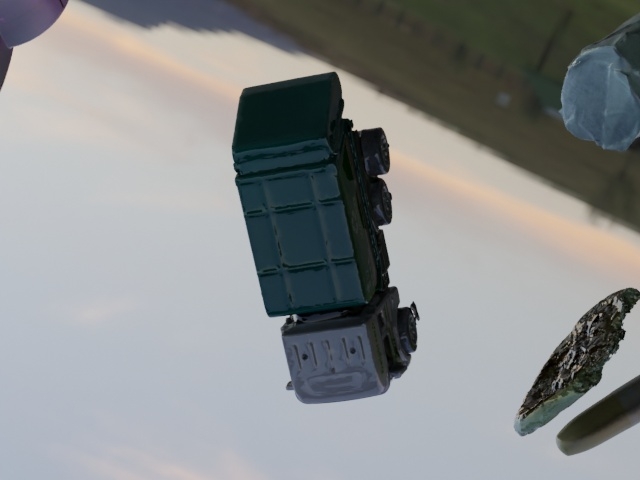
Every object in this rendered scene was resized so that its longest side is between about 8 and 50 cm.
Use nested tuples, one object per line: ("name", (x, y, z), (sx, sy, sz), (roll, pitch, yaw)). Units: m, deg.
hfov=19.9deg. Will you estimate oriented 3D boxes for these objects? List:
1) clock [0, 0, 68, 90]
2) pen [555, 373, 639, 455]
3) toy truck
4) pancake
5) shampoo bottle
("clock", (-0.265, -0.096, 0.921), (0.227, 0.248, 0.090), (30, 161, 22))
("pen", (0.274, 0.094, 1.328), (0.040, 0.233, 0.032), (60, 177, -26))
("toy truck", (0.000, 0.000, 1.411), (0.114, 0.253, 0.124), (-9, -167, 15))
("pancake", (0.178, 0.090, 1.291), (0.022, 0.116, 0.129), (41, -141, -4))
("shampoo bottle", (0.203, -0.109, 0.898), (0.212, 0.072, 0.049), (-32, -109, -32))
